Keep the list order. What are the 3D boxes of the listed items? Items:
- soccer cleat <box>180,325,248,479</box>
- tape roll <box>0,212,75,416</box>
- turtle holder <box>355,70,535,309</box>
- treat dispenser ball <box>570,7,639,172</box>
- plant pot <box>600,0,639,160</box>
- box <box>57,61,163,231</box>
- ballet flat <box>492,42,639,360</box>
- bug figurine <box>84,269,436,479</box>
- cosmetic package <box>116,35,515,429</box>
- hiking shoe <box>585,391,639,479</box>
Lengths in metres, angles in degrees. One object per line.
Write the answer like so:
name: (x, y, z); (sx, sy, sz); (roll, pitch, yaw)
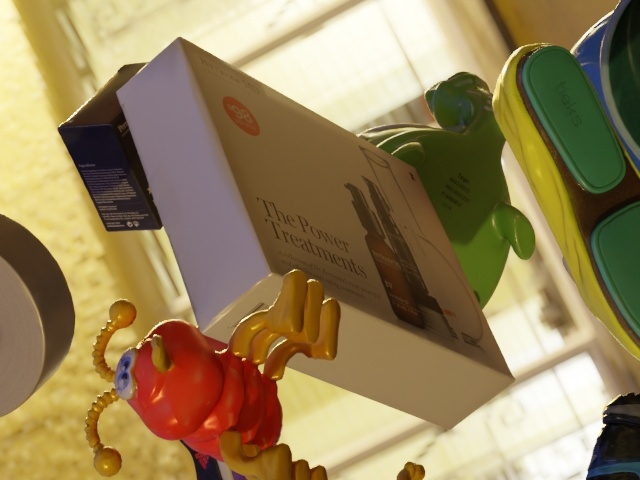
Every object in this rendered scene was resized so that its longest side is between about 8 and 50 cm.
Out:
soccer cleat: (-0.081, 0.242, 1.908); (0.116, 0.108, 0.318); (-13, -96, -37)
tape roll: (-0.369, 0.077, 1.890); (0.219, 0.219, 0.072); (61, -152, -9)
turtle holder: (0.085, -0.038, 2.038); (0.227, 0.243, 0.320); (18, 103, 61)
treat dispenser ball: (0.370, -0.110, 1.812); (0.288, 0.288, 0.288); (60, -170, -17)
plant pot: (0.386, -0.191, 1.432); (0.272, 0.271, 0.255); (58, -139, -28)
box: (-0.223, -0.117, 2.246); (0.156, 0.093, 0.158); (-52, -51, -42)
ballet flat: (0.175, -0.018, 1.162); (0.231, 0.077, 0.077); (64, 154, 4)
bug figurine: (-0.025, 0.163, 0.651); (0.216, 0.072, 0.279); (44, -134, -53)
cosmetic package: (0.000, 0.000, 1.695); (0.377, 0.097, 0.284); (25, -149, -48)
hiking shoe: (0.408, 0.276, 1.847); (0.304, 0.132, 0.113); (26, 164, 5)
